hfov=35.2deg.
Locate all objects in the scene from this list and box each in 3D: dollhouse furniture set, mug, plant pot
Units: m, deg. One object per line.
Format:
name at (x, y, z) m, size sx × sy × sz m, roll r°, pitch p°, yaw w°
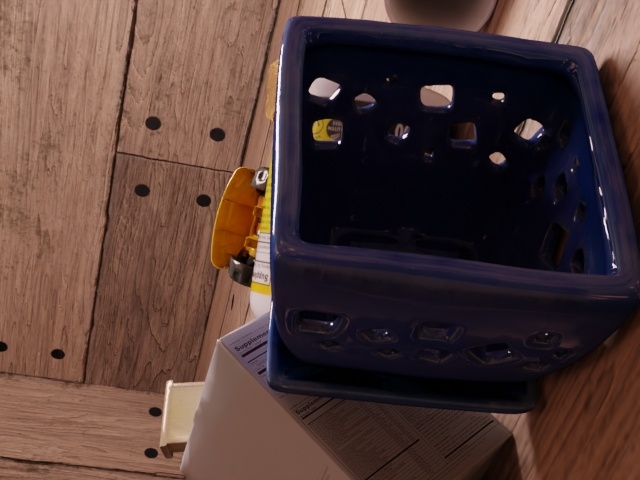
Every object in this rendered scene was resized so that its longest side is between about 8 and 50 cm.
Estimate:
dollhouse furniture set at (-0.135, 0.315, 1.550) m, size 0.242 × 0.160 × 0.212 m, roll 79°, pitch -171°, yaw -52°
mug at (0.113, -0.276, 1.071) m, size 0.169 × 0.113 × 0.150 m, roll -91°, pitch 16°, yaw -55°
plant pot at (0.073, -0.003, 0.743) m, size 0.212 × 0.235 × 0.236 m, roll 102°, pitch 173°, yaw -51°

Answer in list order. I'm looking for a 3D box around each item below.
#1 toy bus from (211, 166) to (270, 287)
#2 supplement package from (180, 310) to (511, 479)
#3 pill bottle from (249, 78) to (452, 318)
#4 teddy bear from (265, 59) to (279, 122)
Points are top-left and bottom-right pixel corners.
toy bus at (0.000, 0.000, 1.321) m, size 0.211 × 0.220 × 0.150 m, roll 2°, pitch -75°, yaw -68°
supplement package at (0.013, 0.180, 0.856) m, size 0.203 × 0.149 × 0.194 m, roll 43°, pitch 137°, yaw 23°
pill bottle at (0.028, 0.003, 1.069) m, size 0.188 × 0.187 × 0.334 m, roll -177°, pitch 95°, yaw -79°
teddy bear at (0.003, -0.234, 1.681) m, size 0.338 × 0.113 × 0.245 m, roll 180°, pitch 92°, yaw -72°
